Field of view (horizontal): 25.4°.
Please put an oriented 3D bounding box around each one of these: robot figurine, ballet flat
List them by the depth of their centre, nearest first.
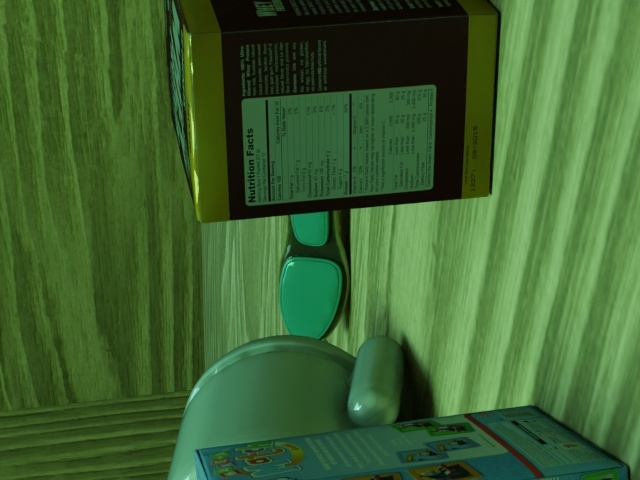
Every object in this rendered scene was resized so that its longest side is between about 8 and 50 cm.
[{"bbox_3d":[-0.032,0.210,1.237,0.300,0.200,0.353,-45,13,17],"label":"robot figurine"},{"bbox_3d":[0.000,0.000,1.483,0.073,0.080,0.232,-59,-23,-55],"label":"ballet flat"}]

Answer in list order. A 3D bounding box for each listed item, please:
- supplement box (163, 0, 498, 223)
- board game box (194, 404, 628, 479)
[{"bbox_3d":[-0.002,-0.118,0.965,0.191,0.194,0.129,-112,19,-60],"label":"supplement box"},{"bbox_3d":[0.042,0.136,0.788,0.160,0.212,0.039,-151,56,-79],"label":"board game box"}]
